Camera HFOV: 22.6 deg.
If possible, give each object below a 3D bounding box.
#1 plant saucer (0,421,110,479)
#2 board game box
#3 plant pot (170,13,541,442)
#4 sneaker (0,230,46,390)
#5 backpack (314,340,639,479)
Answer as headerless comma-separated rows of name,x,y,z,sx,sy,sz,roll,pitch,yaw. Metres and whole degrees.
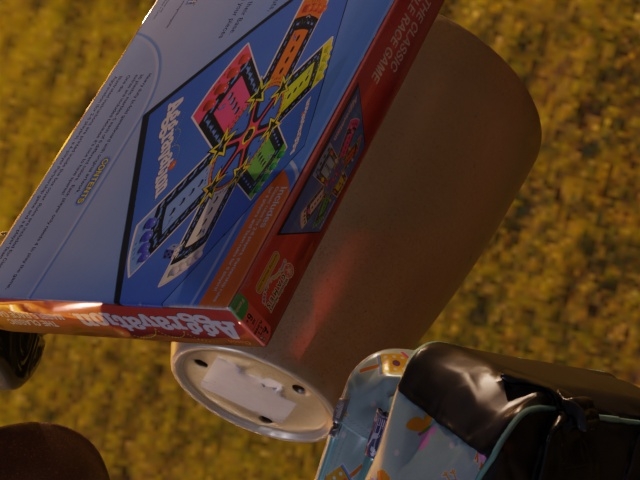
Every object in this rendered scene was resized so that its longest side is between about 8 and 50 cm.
plant saucer,-0.140,0.150,0.634,0.029,0.168,0.168,33,114,31
board game box,-0.022,-0.080,0.654,0.145,0.027,0.281,0,51,41
plant pot,0.000,0.000,1.179,0.256,0.256,0.274,-38,25,58
sneaker,-0.223,0.034,0.827,0.227,0.130,0.087,0,-85,-77
backpack,0.076,0.147,0.761,0.144,0.166,0.188,22,98,47
